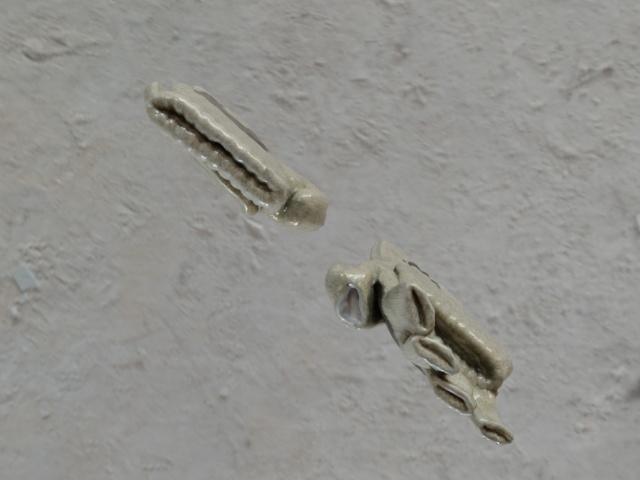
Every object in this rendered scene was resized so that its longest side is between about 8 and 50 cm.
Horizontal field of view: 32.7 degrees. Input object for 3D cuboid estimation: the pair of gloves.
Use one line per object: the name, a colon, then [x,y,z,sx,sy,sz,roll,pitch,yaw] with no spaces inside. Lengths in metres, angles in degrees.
pair of gloves: [0.000,0.000,0.575,0.240,0.204,0.042,40,95,-12]
